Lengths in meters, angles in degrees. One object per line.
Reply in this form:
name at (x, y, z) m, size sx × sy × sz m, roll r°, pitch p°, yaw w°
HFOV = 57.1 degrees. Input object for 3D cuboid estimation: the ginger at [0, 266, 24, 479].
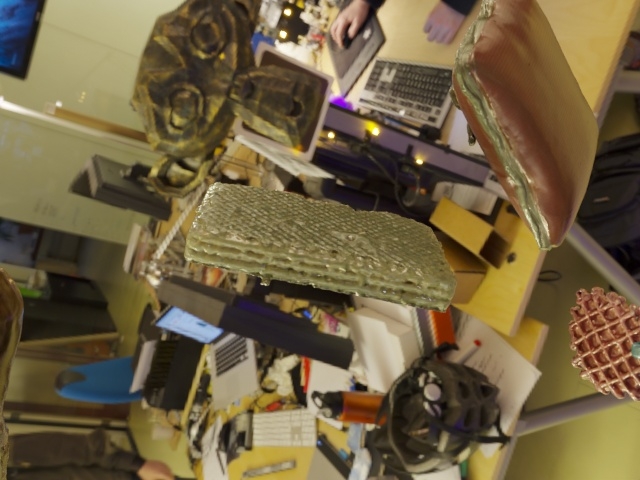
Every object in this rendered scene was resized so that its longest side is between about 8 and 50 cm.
ginger at (-0.211, 0.058, 0.225) m, size 0.080 × 0.333 × 0.166 m, roll 21°, pitch 72°, yaw 26°

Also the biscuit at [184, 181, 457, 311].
biscuit at (0.000, 0.000, 0.469) m, size 0.121 × 0.199 × 0.041 m, roll -91°, pitch 13°, yaw -65°

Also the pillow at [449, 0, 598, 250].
pillow at (0.164, -0.107, 0.477) m, size 0.075 × 0.179 × 0.171 m, roll -12°, pitch 36°, yaw 42°

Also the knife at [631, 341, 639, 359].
knife at (0.681, 0.215, 1.044) m, size 0.244 × 0.058 × 0.032 m, roll 5°, pitch 89°, yaw 50°

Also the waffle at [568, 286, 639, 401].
waffle at (0.613, 0.221, 1.244) m, size 0.221 × 0.055 × 0.234 m, roll 35°, pitch 130°, yaw 57°
